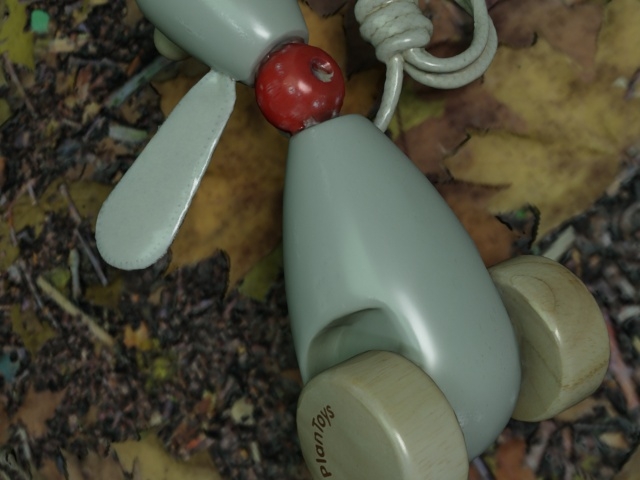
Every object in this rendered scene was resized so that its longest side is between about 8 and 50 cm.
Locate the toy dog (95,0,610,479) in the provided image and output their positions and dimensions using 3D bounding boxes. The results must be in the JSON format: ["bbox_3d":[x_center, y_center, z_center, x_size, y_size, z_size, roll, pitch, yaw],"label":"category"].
[{"bbox_3d":[0.000,0.000,0.561,0.161,0.220,0.333,-47,50,49],"label":"toy dog"}]
